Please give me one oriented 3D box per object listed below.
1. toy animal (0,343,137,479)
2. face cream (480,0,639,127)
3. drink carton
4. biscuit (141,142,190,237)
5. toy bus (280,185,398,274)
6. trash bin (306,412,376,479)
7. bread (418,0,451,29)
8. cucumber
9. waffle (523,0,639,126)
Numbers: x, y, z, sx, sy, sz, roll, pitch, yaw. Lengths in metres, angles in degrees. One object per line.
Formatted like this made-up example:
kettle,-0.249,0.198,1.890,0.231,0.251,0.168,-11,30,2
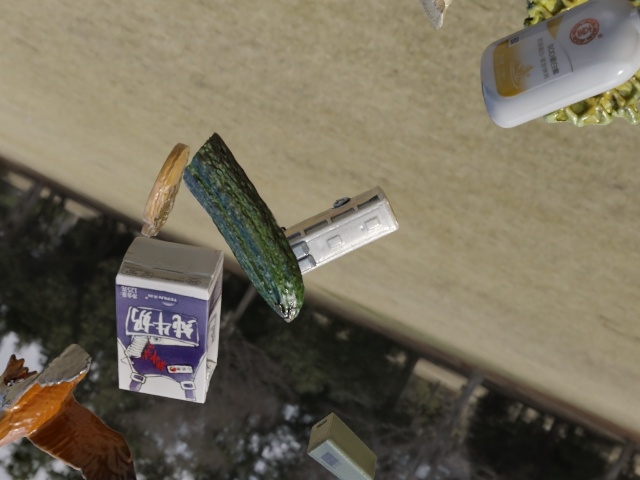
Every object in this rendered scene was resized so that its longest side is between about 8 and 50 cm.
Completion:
toy animal,-0.436,0.277,1.485,0.302,0.284,0.225,39,151,59
face cream,0.349,-0.248,1.363,0.291,0.144,0.071,-18,145,30
drink carton,-0.218,0.117,1.513,0.134,0.222,0.102,8,-144,2
biscuit,-0.350,-0.105,2.365,0.044,0.202,0.289,23,146,-1
toy bus,0.000,0.000,2.258,0.138,0.342,0.097,-109,-7,-72
trash bin,0.032,0.288,1.417,0.092,0.043,0.061,42,-154,-15
bread,0.204,-0.516,2.125,0.152,0.105,0.077,29,168,2
cucumber,-0.093,-0.018,1.345,0.265,0.077,0.077,54,-178,13
waffle,0.398,-0.279,1.546,0.204,0.224,0.054,1,-179,0
